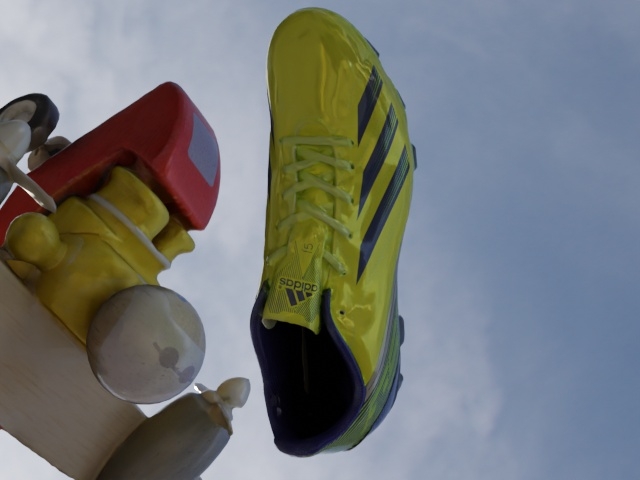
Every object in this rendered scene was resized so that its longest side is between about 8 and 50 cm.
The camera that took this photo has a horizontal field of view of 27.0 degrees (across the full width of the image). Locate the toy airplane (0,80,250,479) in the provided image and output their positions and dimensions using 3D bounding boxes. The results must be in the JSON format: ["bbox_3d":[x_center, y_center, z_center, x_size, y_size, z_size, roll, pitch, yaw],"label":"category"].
[{"bbox_3d":[-0.211,0.075,1.000,0.272,0.386,0.384,12,-77,38],"label":"toy airplane"}]

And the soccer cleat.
[{"bbox_3d":[0.001,0.001,0.844,0.093,0.121,0.289,5,-73,29],"label":"soccer cleat"}]
